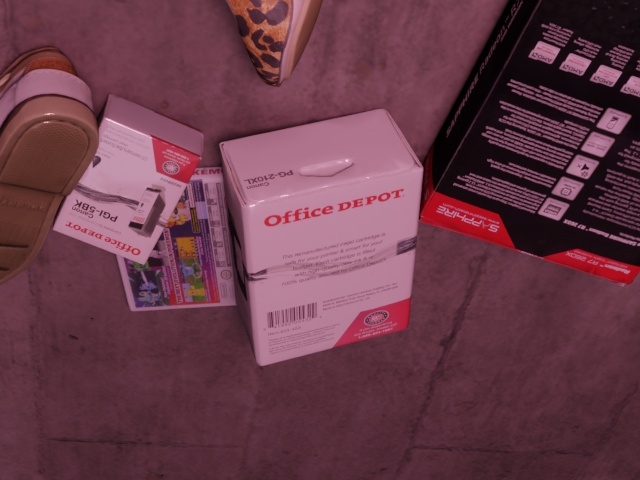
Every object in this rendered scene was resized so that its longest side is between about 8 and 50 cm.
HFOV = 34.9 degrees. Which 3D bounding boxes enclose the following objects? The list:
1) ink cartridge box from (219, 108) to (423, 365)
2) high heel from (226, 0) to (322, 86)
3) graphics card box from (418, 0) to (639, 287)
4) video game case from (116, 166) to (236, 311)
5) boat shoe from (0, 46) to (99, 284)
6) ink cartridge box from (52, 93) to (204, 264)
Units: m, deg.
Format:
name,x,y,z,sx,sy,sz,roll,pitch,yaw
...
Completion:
name,x,y,z,sx,sy,sz,roll,pitch,yaw
ink cartridge box,0.000,0.000,1.016,0.172,0.100,0.237,-13,138,-12
high heel,-0.089,-0.236,0.823,0.186,0.093,0.261,20,148,6
graphics card box,0.260,-0.136,0.902,0.233,0.094,0.371,17,134,-7
video game case,-0.127,0.001,1.087,0.184,0.023,0.201,-3,137,-2
boat shoe,-0.305,-0.054,0.956,0.113,0.103,0.302,20,132,-41
ink cartridge box,-0.184,-0.056,0.971,0.099,0.056,0.135,22,118,-17
